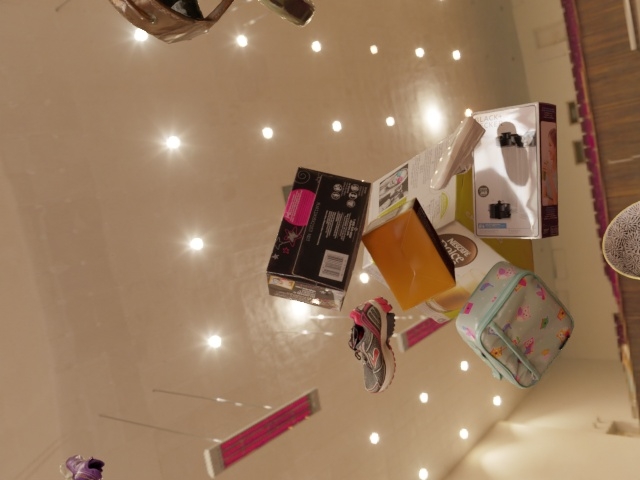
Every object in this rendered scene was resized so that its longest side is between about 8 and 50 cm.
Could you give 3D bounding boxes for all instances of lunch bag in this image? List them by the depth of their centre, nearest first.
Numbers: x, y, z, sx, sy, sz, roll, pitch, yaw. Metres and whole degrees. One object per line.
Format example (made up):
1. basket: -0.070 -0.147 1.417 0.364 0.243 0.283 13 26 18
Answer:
1. lunch bag: 0.448 0.203 1.329 0.279 0.108 0.224 43 -100 -30

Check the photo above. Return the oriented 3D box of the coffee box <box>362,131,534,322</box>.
1. coffee box: 0.364 -0.029 1.644 0.338 0.334 0.338 35 -134 -26

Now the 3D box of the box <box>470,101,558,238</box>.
1. box: 0.430 -0.150 1.294 0.087 0.169 0.289 -6 -84 -43

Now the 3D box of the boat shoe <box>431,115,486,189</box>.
1. boat shoe: 0.291 -0.174 1.210 0.063 0.066 0.184 32 -114 -6

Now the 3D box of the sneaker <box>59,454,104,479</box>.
1. sneaker: -0.455 0.453 1.129 0.071 0.170 0.068 -40 -73 -25

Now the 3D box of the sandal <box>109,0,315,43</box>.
1. sandal: -0.140 -0.214 0.491 0.120 0.303 0.086 -13 -60 -65

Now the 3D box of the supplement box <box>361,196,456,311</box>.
1. supplement box: 0.204 0.025 1.315 0.191 0.129 0.194 59 -164 -5

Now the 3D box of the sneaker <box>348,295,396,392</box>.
1. sneaker: 0.134 0.299 1.627 0.112 0.121 0.299 -17 -64 -26

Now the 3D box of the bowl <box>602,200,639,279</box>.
1. bowl: 0.588 0.013 0.996 0.080 0.170 0.170 39 -122 -31

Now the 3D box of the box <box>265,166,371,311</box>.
1. box: 0.000 0.000 1.199 0.142 0.163 0.247 94 -169 -67
